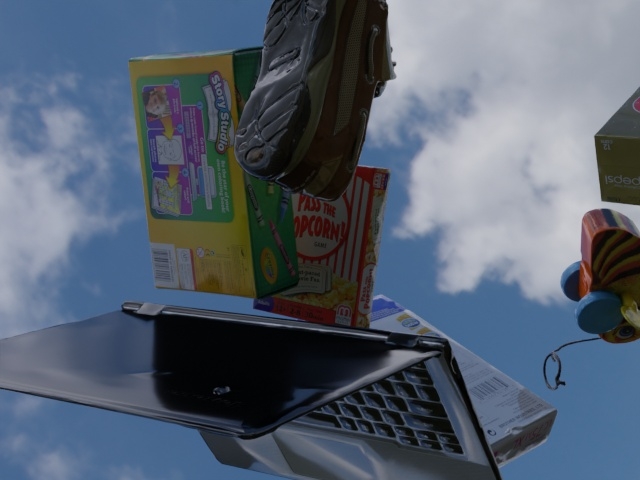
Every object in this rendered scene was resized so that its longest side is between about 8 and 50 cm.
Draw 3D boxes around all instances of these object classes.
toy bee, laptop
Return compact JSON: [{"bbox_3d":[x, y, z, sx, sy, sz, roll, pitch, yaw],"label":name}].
[{"bbox_3d":[0.434,0.081,1.624,0.162,0.195,0.298,0,-33,-8],"label":"toy bee"},{"bbox_3d":[-0.079,0.189,1.010,0.236,0.382,0.408,-56,-45,-36],"label":"laptop"}]

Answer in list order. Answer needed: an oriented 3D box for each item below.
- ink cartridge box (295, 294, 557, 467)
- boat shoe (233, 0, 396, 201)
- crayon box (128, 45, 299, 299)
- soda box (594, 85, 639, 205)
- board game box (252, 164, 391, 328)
[{"bbox_3d":[0.127,0.181,1.425,0.185,0.311,0.065,-15,-49,-45],"label":"ink cartridge box"},{"bbox_3d":[0.013,-0.185,1.122,0.120,0.122,0.324,31,-115,-31],"label":"boat shoe"},{"bbox_3d":[-0.123,-0.079,1.277,0.081,0.165,0.278,-19,-72,-51],"label":"crayon box"},{"bbox_3d":[0.276,-0.094,0.849,0.181,0.061,0.058,-41,-53,-41],"label":"soda box"},{"bbox_3d":[0.000,0.000,1.330,0.045,0.146,0.194,1,-83,-59],"label":"board game box"}]
